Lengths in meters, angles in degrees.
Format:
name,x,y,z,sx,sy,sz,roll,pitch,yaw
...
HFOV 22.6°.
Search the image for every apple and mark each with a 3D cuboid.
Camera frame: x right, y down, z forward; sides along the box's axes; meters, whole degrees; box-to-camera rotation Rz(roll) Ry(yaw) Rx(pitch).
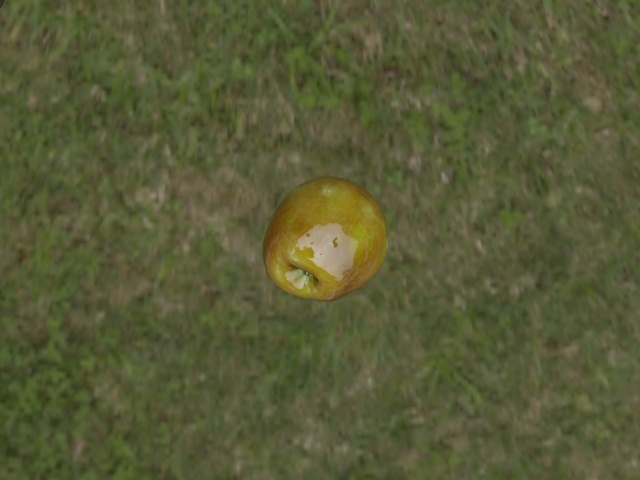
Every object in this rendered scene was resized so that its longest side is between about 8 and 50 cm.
name,x,y,z,sx,sy,sz,roll,pitch,yaw
apple,0.000,0.000,1.383,0.114,0.102,0.099,-21,115,40

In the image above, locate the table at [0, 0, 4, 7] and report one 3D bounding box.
name,x,y,z,sx,sy,sz,roll,pitch,yaw
table,-0.333,-0.251,1.156,0.169,0.172,0.193,-4,141,24
